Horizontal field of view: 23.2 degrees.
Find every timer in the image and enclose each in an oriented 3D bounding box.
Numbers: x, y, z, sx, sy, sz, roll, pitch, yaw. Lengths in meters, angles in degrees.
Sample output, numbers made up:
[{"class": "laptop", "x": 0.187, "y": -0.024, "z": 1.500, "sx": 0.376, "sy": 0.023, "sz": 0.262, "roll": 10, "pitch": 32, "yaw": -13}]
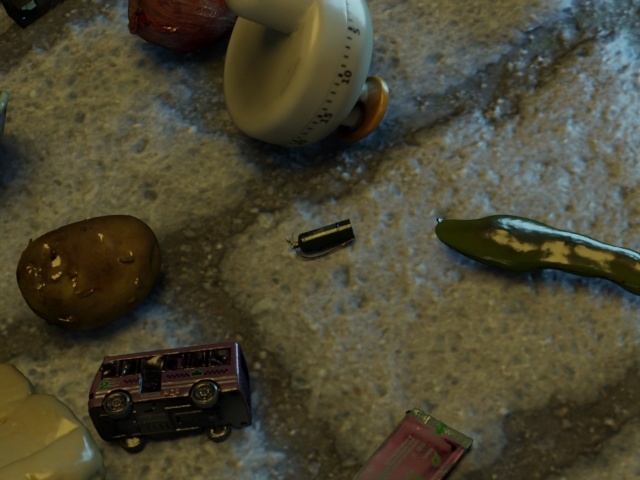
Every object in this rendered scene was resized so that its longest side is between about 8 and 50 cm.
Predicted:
[{"class": "timer", "x": -0.049, "y": -0.238, "z": 1.948, "sx": 0.240, "sy": 0.233, "sz": 0.233, "roll": 15, "pitch": 44, "yaw": -31}]

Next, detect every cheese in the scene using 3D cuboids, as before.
[{"class": "cheese", "x": -0.354, "y": 0.236, "z": 1.745, "sx": 0.159, "sy": 0.093, "sz": 0.263, "roll": -32, "pitch": 40, "yaw": -28}]

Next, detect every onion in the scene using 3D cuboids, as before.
[{"class": "onion", "x": -0.167, "y": -0.327, "z": 2.121, "sx": 0.195, "sy": 0.159, "sz": 0.159, "roll": 15, "pitch": 54, "yaw": -12}]

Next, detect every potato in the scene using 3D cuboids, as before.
[{"class": "potato", "x": -0.280, "y": 0.038, "z": 1.884, "sx": 0.176, "sy": 0.137, "sz": 0.137, "roll": -9, "pitch": 49, "yaw": -20}]

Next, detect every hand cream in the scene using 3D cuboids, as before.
[{"class": "hand cream", "x": 0.049, "y": 0.291, "z": 1.667, "sx": 0.079, "sy": 0.050, "sz": 0.275, "roll": 41, "pitch": 64, "yaw": 7}]

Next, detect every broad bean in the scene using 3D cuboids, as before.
[{"class": "broad bean", "x": 0.277, "y": 0.018, "z": 1.790, "sx": 0.325, "sy": 0.067, "sz": 0.075, "roll": 16, "pitch": 68, "yaw": 26}]

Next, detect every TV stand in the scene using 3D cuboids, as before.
[{"class": "TV stand", "x": -0.348, "y": -0.403, "z": 2.276, "sx": 0.256, "sy": 0.040, "sz": 0.049, "roll": -37, "pitch": 54, "yaw": -14}]

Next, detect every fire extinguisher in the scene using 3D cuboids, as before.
[{"class": "fire extinguisher", "x": 0.000, "y": 0.000, "z": 1.901, "sx": 0.083, "sy": 0.025, "sz": 0.038, "roll": -16, "pitch": 75, "yaw": 2}]

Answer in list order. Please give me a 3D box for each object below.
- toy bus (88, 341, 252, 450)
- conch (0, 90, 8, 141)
[{"class": "toy bus", "x": -0.170, "y": 0.173, "z": 1.778, "sx": 0.178, "sy": 0.087, "sz": 0.098, "roll": -7, "pitch": 51, "yaw": 5}, {"class": "conch", "x": -0.576, "y": -0.112, "z": 2.026, "sx": 0.368, "sy": 0.197, "sz": 0.249, "roll": 7, "pitch": 19, "yaw": 24}]
